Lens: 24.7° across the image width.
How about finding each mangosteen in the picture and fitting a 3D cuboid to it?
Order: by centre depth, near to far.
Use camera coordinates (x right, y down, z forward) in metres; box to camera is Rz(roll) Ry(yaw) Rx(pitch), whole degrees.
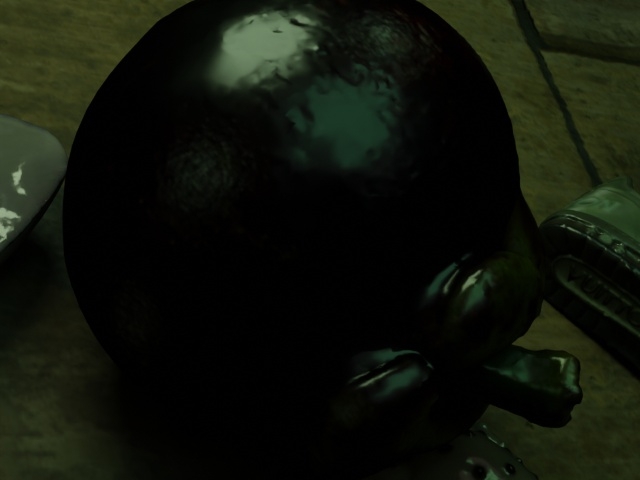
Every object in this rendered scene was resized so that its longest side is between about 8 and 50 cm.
[{"bbox_3d":[-0.013,0.001,0.887,0.297,0.297,0.313,9,59,-29],"label":"mangosteen"}]

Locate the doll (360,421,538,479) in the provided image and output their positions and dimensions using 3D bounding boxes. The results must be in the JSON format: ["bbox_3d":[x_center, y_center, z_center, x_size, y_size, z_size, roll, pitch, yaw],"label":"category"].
[{"bbox_3d":[0.135,0.193,0.957,0.278,0.119,0.154,35,39,12],"label":"doll"}]

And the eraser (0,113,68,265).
[{"bbox_3d":[-0.265,-0.017,0.893,0.243,0.059,0.204,-18,63,-38],"label":"eraser"}]

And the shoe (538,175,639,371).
[{"bbox_3d":[0.315,0.051,1.197,0.293,0.109,0.149,38,47,7],"label":"shoe"}]
